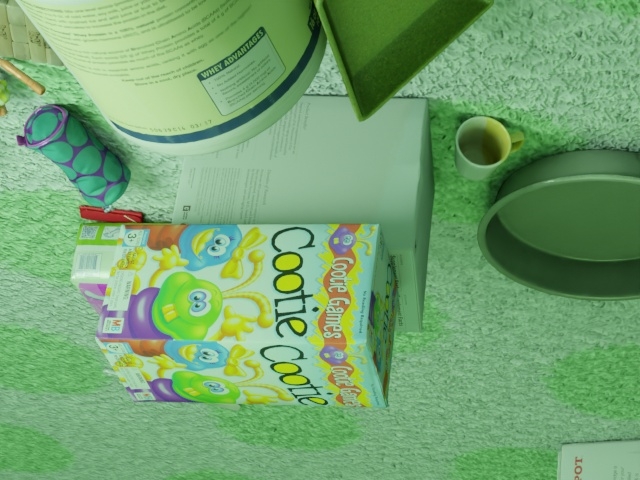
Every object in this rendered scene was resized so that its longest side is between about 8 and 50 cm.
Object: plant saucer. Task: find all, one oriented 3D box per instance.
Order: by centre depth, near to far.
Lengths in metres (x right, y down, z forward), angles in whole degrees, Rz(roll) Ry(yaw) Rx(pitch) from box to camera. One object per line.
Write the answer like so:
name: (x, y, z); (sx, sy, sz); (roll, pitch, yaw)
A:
plant saucer: (0.070, -0.230, 1.319); (0.045, 0.188, 0.188); (40, 166, 31)

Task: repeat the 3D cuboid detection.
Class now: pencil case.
pencil case: (-0.291, -0.098, 1.706); (0.070, 0.064, 0.152); (-29, 140, 10)

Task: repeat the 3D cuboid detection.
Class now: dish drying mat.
dish drying mat: (-0.274, -0.032, 1.877); (0.083, 0.008, 0.032); (7, 152, 2)

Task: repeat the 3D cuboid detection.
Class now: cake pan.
cake pan: (0.335, -0.018, 1.707); (0.293, 0.054, 0.293); (6, 151, 3)

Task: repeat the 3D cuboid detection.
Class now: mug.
mug: (0.185, -0.096, 1.603); (0.078, 0.062, 0.064); (15, 159, 1)

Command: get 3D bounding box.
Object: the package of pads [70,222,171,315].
package of pads: (-0.181, 0.082, 1.952); (0.229, 0.101, 0.296); (0, 153, 16)

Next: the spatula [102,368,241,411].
spatula: (-0.219, 0.220, 2.304); (0.242, 0.019, 0.168); (18, 155, -15)

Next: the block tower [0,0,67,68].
block tower: (-0.367, -0.252, 1.425); (0.335, 0.097, 0.091); (8, 152, -2)

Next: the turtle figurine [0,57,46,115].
turtle figurine: (-0.449, -0.145, 1.638); (0.269, 0.087, 0.217); (10, 151, -4)

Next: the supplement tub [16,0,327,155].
supplement tub: (-0.149, -0.249, 1.233); (0.235, 0.235, 0.325); (-4, 149, 19)

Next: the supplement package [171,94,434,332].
supplement package: (-0.011, -0.030, 1.619); (0.262, 0.199, 0.198); (3, 150, 9)

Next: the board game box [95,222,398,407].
board game box: (-0.069, 0.077, 1.474); (0.275, 0.144, 0.142); (0, 147, 12)

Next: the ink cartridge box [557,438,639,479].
ink cartridge box: (0.543, 0.441, 2.293); (0.306, 0.226, 0.131); (-8, 146, 28)
